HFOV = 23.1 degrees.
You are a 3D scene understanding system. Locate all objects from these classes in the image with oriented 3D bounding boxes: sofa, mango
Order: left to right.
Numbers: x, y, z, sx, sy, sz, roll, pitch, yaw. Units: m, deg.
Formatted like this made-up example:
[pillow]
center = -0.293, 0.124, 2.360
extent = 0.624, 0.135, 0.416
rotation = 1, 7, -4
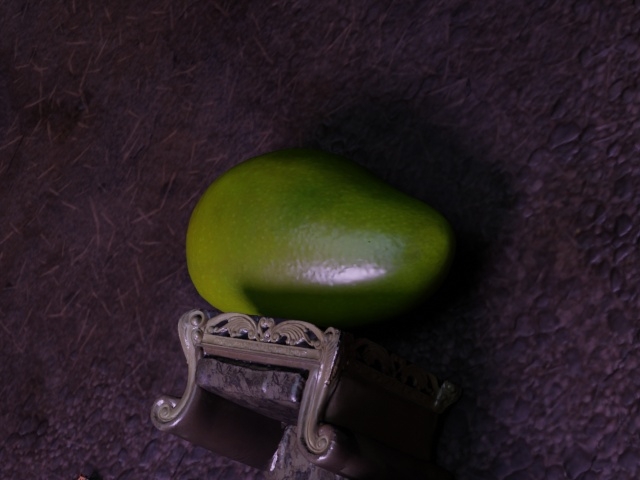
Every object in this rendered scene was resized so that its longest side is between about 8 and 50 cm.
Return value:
[sofa]
center = -0.021, 0.186, 1.510
extent = 0.258, 0.200, 0.182
rotation = 5, 71, 43
[mango]
center = 0.000, 0.000, 1.615
extent = 0.343, 0.156, 0.192
rotation = 5, 82, 41

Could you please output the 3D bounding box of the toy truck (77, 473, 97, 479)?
[toy truck]
center = -0.283, 0.314, 1.818
extent = 0.032, 0.024, 0.083
rotation = 20, 80, 17
